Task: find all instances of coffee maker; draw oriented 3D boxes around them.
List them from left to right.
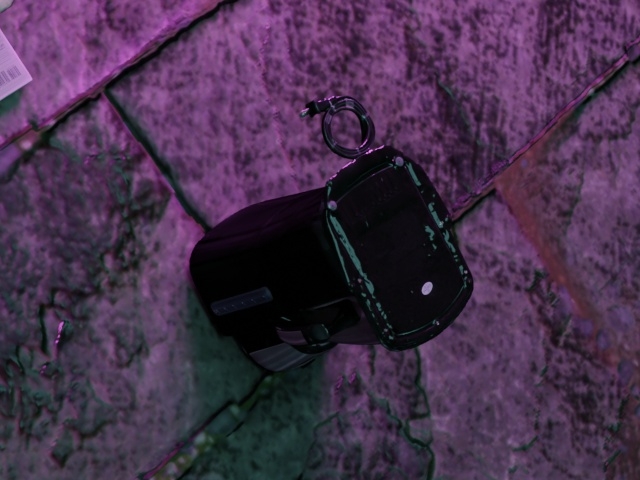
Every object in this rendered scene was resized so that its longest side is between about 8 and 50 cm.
[{"bbox_3d":[0.000,0.000,1.318,0.120,0.178,0.171,-5,84,-36],"label":"coffee maker"}]

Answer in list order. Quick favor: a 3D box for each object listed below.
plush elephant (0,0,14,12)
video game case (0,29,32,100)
[{"bbox_3d":[-0.243,-0.294,1.200,0.272,0.330,0.255,33,84,-7],"label":"plush elephant"},{"bbox_3d":[-0.261,-0.139,1.283,0.087,0.011,0.122,-37,100,-33],"label":"video game case"}]
